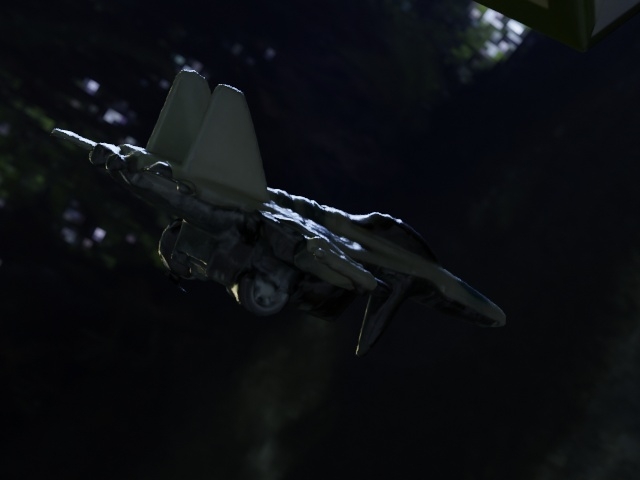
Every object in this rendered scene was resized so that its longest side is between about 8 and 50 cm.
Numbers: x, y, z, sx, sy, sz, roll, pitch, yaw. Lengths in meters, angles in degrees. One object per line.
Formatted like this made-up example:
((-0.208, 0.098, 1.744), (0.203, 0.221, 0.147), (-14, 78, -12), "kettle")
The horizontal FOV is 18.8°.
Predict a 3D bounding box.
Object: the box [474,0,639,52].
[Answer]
((0.081, -0.193, 0.553), (0.195, 0.177, 0.148), (-36, -133, -26), "box")

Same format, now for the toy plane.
((-0.005, 0.010, 0.933), (0.192, 0.262, 0.088), (24, -99, 54), "toy plane")
